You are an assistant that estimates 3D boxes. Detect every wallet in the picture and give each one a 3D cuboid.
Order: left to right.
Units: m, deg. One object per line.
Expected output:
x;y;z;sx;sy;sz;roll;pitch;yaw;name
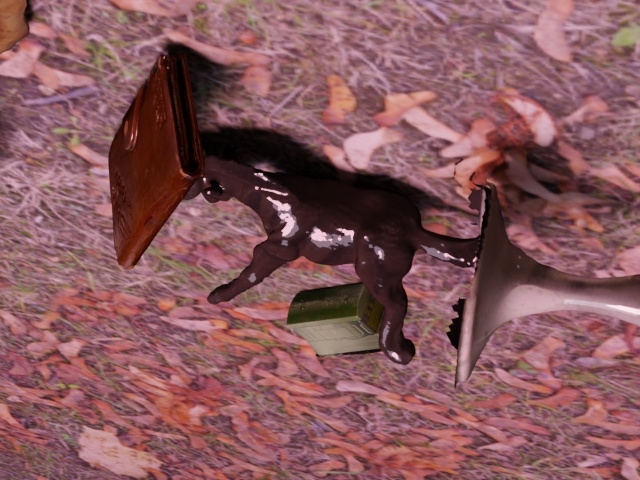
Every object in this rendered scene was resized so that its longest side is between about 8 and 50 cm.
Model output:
-0.116;-0.052;1.202;0.026;0.095;0.176;-2;162;-20;wallet

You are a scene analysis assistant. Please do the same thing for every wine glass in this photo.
0.240;0.047;1.130;0.321;0.143;0.143;6;153;7;wine glass

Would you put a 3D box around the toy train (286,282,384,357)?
0.018;0.064;1.413;0.093;0.038;0.056;-9;142;42;toy train

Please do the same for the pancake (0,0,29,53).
-0.288;-0.178;1.124;0.212;0.029;0.235;-4;150;37;pancake

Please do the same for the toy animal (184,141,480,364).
0.000;0.000;1.249;0.233;0.084;0.148;17;153;6;toy animal
